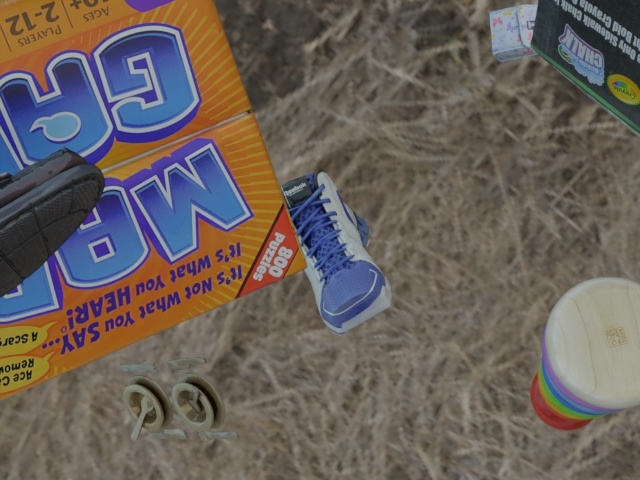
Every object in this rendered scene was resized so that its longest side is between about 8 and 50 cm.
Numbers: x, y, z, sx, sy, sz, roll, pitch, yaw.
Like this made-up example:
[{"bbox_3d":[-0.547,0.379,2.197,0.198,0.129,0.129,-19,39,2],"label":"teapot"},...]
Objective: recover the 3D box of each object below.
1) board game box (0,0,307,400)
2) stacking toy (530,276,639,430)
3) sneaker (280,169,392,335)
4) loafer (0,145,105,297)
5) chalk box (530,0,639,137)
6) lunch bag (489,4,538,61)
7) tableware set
[{"bbox_3d":[-0.274,-0.106,1.321,0.356,0.356,0.356,-23,21,-10],"label":"board game box"},{"bbox_3d":[0.303,0.149,1.411,0.141,0.330,0.141,0,73,0],"label":"stacking toy"},{"bbox_3d":[0.000,-0.001,1.926,0.127,0.182,0.315,-33,30,11],"label":"sneaker"},{"bbox_3d":[-0.303,0.018,0.924,0.302,0.109,0.095,-42,74,-17],"label":"loafer"},{"bbox_3d":[0.324,-0.226,1.133,0.179,0.289,0.180,-24,52,-21],"label":"chalk box"},{"bbox_3d":[0.299,-0.313,1.834,0.083,0.053,0.071,-7,78,21],"label":"lunch bag"},{"bbox_3d":[-0.210,0.231,1.697,0.194,0.128,0.039,-9,19,42],"label":"tableware set"}]
